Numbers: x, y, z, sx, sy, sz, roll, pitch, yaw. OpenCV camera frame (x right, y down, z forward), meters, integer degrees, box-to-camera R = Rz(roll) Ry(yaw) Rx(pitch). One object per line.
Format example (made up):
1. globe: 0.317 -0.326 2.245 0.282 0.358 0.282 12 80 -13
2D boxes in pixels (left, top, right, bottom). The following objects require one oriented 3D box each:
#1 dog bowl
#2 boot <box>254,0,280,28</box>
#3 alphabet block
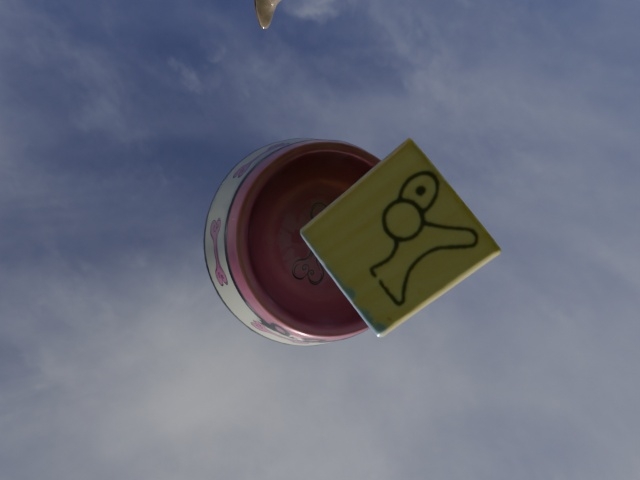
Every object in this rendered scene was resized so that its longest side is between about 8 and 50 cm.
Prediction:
1. dog bowl: 0.000 0.000 0.925 0.407 0.150 0.408 0 -91 -19
2. boot: -0.078 -0.451 0.916 0.042 0.087 0.119 -16 -66 -43
3. alphabet block: 0.120 -0.006 0.732 0.197 0.193 0.192 -38 -95 15
